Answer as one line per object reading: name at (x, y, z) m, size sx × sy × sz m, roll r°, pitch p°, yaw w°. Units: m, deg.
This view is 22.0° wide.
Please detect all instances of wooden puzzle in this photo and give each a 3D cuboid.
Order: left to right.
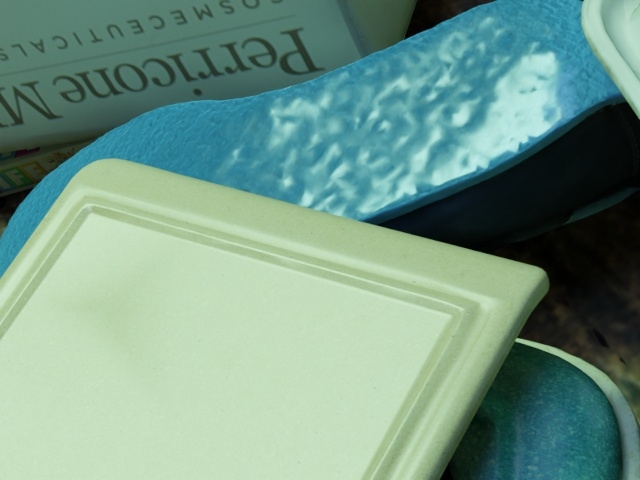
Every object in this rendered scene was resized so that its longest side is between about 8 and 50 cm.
wooden puzzle at (-0.058, 0.076, 0.618) m, size 0.221 × 0.044 × 0.238 m, roll 15°, pitch 56°, yaw 32°

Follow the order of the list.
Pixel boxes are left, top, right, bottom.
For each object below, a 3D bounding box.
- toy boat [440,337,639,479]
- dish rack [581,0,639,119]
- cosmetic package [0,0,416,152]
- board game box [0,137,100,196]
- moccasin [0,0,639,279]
toy boat at (-0.037, 0.143, 0.658) m, size 0.318 × 0.148 × 0.267 m, roll 2°, pitch 59°, yaw 33°
dish rack at (0.262, 0.002, 0.505) m, size 0.072 × 0.286 × 0.332 m, roll -64°, pitch 34°, yaw 36°
cosmetic package at (-0.142, -0.301, 0.858) m, size 0.329 × 0.393 × 0.327 m, roll -7°, pitch 44°, yaw 28°
board game box at (-0.179, -0.077, 0.997) m, size 0.154 × 0.026 × 0.103 m, roll -14°, pitch 51°, yaw 23°
moccasin at (0.000, 0.000, 0.767) m, size 0.342 × 0.117 × 0.137 m, roll -13°, pitch 60°, yaw 31°
